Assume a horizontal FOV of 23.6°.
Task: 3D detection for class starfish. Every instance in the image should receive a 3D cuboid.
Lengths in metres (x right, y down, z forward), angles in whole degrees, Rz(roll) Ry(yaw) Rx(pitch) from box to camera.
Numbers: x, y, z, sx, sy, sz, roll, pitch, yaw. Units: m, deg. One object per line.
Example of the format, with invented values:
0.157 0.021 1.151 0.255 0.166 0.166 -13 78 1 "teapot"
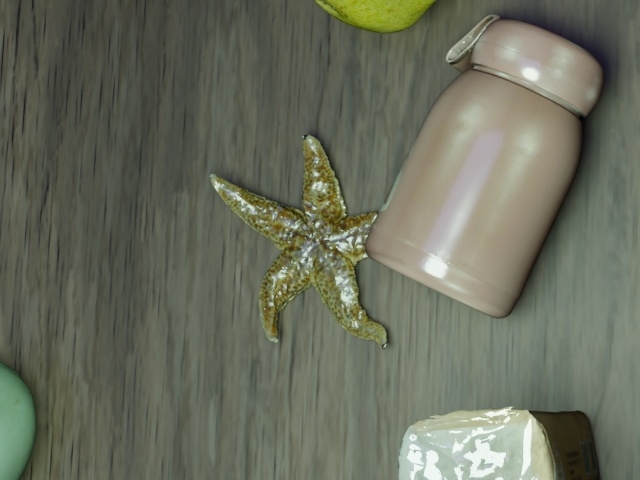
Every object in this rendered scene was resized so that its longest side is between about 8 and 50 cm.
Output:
0.000 0.000 1.706 0.277 0.062 0.236 45 97 16 "starfish"

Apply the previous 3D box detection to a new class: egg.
-0.451 0.244 1.755 0.282 0.203 0.203 -35 74 15 "egg"

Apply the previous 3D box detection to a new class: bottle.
0.169 -0.088 1.608 0.206 0.173 0.297 27 93 53 "bottle"

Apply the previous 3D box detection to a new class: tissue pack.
0.148 0.277 1.491 0.238 0.305 0.239 -2 83 18 "tissue pack"

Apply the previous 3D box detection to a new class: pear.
0.060 -0.326 1.650 0.197 0.197 0.197 -2 83 19 "pear"
